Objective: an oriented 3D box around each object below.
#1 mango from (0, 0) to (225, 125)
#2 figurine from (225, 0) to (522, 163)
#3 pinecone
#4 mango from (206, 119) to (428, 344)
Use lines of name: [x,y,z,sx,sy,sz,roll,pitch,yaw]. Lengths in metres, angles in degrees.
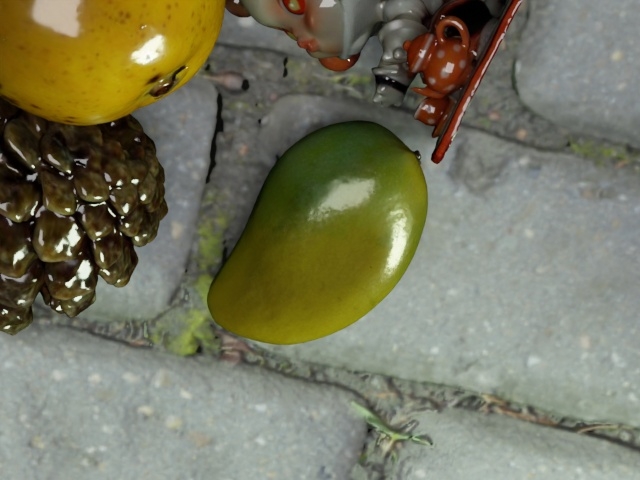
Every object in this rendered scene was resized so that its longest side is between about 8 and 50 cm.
mango: [-0.162,-0.183,0.822,0.191,0.290,0.160,15,118,-45]
figurine: [0.013,-0.173,0.883,0.226,0.183,0.160,27,96,1]
pinecone: [-0.206,-0.024,0.906,0.184,0.179,0.204,35,119,-20]
mango: [0.004,0.000,0.978,0.122,0.085,0.191,22,115,-20]
